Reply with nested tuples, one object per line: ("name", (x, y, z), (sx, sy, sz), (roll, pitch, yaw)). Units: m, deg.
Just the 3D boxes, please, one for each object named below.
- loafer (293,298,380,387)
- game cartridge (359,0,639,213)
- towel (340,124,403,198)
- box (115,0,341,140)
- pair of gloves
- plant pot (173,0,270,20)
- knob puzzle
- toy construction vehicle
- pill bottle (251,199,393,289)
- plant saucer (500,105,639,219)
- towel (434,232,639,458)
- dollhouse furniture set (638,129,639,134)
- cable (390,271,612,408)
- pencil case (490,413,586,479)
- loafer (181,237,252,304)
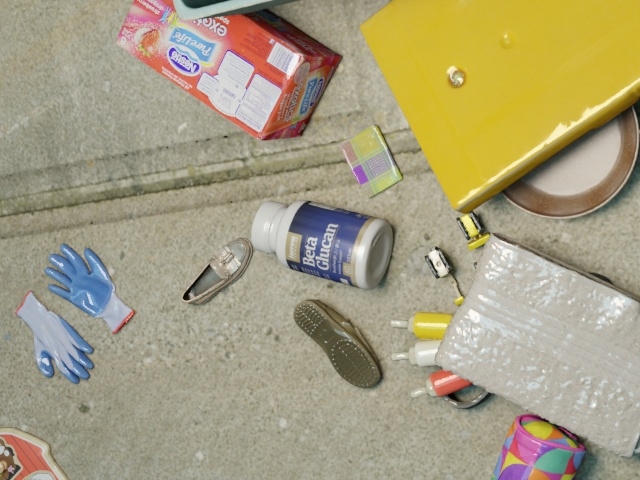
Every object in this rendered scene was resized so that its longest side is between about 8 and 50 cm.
("loafer", (0.028, 0.130, 1.835), (0.056, 0.050, 0.148), (-38, 95, 27))
("game cartridge", (0.234, -0.233, 1.665), (0.323, 0.052, 0.285), (-34, 68, 22))
("towel", (0.066, -0.104, 1.810), (0.060, 0.009, 0.083), (-30, 84, 24))
("box", (-0.121, -0.249, 1.818), (0.257, 0.122, 0.128), (34, 109, 18))
("pair of gloves", (-0.365, 0.110, 2.029), (0.159, 0.023, 0.198), (45, 111, 14))
("plant pot", (-0.029, -0.404, 1.686), (0.247, 0.252, 0.248), (-9, 92, 25))
("knob puzzle", (-0.474, 0.368, 2.105), (0.213, 0.030, 0.213), (3, 97, 25))
("toy construction vehicle", (0.183, 0.023, 1.761), (0.086, 0.035, 0.098), (-31, 85, 14))
("pill bottle", (0.000, 0.000, 1.806), (0.169, 0.094, 0.094), (14, 102, 23))
("plant saucer", (0.291, -0.126, 1.688), (0.198, 0.036, 0.198), (3, 98, 24))
("towel", (0.295, 0.129, 1.672), (0.282, 0.049, 0.187), (25, 105, 4))
("dollhouse furniture set", (0.500, -0.146, 1.550), (0.242, 0.161, 0.212), (-28, 84, -2))
("cable", (0.231, 0.132, 1.725), (0.287, 0.072, 0.139), (-16, 92, 25))
("pencil case", (0.249, 0.335, 1.729), (0.104, 0.104, 0.236), (24, 107, 21))
("loafer", (-0.143, 0.046, 1.908), (0.125, 0.039, 0.045), (-45, 76, 22))
